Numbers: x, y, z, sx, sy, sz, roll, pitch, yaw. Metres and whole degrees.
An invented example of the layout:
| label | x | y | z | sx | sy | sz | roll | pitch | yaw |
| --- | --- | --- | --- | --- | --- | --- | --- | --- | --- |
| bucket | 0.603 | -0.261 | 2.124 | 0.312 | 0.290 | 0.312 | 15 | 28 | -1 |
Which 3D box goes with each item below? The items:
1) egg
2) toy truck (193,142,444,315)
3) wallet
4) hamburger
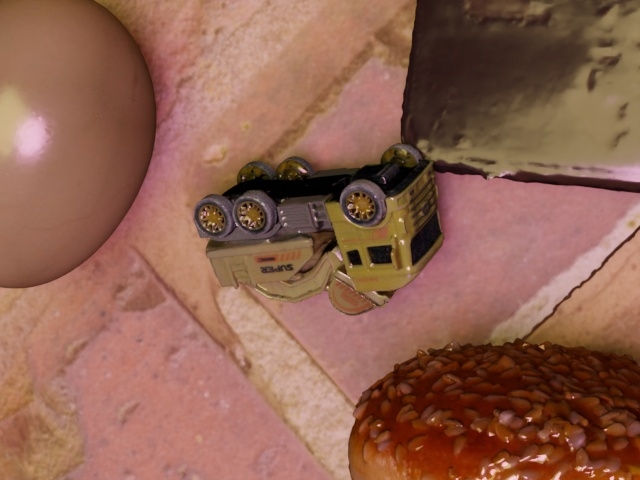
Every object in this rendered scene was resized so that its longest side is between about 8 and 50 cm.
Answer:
| label | x | y | z | sx | sy | sz | roll | pitch | yaw |
| --- | --- | --- | --- | --- | --- | --- | --- | --- | --- |
| egg | -0.225 | -0.078 | 1.118 | 0.186 | 0.186 | 0.242 | 19 | 102 | 18 |
| toy truck | 0.000 | 0.000 | 1.085 | 0.191 | 0.085 | 0.116 | -5 | 113 | 28 |
| wallet | 0.213 | -0.118 | 1.039 | 0.309 | 0.042 | 0.165 | 6 | 93 | 20 |
| hamburger | 0.142 | 0.185 | 0.956 | 0.291 | 0.291 | 0.225 | 4 | 98 | 19 |
